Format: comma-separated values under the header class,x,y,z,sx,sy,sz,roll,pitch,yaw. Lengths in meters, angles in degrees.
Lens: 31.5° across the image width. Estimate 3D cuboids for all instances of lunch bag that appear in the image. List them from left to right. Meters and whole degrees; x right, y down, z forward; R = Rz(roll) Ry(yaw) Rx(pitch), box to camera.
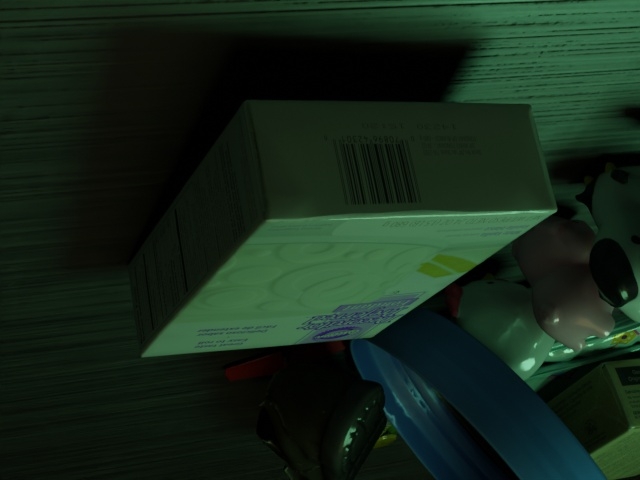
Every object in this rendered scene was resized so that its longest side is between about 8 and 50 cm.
class,x,y,z,sx,sy,sz,roll,pitch,yaw
lunch bag,0.293,0.124,1.369,0.279,0.107,0.224,-18,154,5

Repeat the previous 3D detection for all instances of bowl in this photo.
class,x,y,z,sx,sy,sz,roll,pitch,yaw
bowl,0.187,0.232,1.247,0.077,0.391,0.391,-40,157,-13

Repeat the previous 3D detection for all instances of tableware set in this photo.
class,x,y,z,sx,sy,sz,roll,pitch,yaw
tableware set,0.061,0.300,1.690,0.104,0.024,0.154,-1,150,-33

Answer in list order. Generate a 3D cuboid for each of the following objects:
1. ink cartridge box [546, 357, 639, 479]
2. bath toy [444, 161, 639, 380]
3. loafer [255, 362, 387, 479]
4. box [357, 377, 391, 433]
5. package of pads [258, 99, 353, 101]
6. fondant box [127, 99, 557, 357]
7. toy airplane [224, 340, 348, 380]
class,x,y,z,sx,sy,sz,roll,pitch,yaw
ink cartridge box,0.367,0.222,1.380,0.193,0.088,0.234,-3,151,-28
bath toy,0.251,0.023,1.134,0.129,0.151,0.348,36,138,-10
loafer,-0.002,0.216,1.338,0.130,0.133,0.366,29,157,11
box,0.052,0.239,1.525,0.059,0.054,0.169,-4,151,-22
package of pads,-0.014,-0.085,0.876,0.083,0.032,0.050,-3,152,-23
fondant box,0.000,0.000,0.931,0.238,0.096,0.330,-2,161,-25
toy airplane,-0.037,0.155,1.340,0.151,0.028,0.151,-14,154,-7
